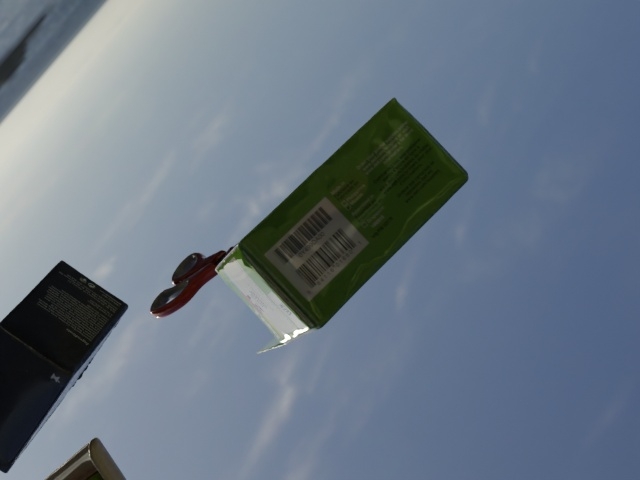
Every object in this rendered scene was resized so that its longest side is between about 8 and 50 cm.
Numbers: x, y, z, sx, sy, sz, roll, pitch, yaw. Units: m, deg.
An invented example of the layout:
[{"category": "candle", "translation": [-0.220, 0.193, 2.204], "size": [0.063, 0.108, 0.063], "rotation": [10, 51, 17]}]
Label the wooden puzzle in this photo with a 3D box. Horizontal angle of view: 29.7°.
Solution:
[{"category": "wooden puzzle", "translation": [-0.224, 0.338, 1.313], "size": [0.044, 0.221, 0.238], "rotation": [-32, 175, -34]}]

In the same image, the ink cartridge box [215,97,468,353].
[{"category": "ink cartridge box", "translation": [0.000, 0.000, 1.083], "size": [0.189, 0.097, 0.255], "rotation": [-44, -178, -18]}]

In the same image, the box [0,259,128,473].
[{"category": "box", "translation": [-0.298, 0.128, 1.258], "size": [0.156, 0.093, 0.158], "rotation": [-52, -175, 26]}]

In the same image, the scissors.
[{"category": "scissors", "translation": [-0.126, 0.032, 1.549], "size": [0.297, 0.021, 0.109], "rotation": [-23, -150, 49]}]
